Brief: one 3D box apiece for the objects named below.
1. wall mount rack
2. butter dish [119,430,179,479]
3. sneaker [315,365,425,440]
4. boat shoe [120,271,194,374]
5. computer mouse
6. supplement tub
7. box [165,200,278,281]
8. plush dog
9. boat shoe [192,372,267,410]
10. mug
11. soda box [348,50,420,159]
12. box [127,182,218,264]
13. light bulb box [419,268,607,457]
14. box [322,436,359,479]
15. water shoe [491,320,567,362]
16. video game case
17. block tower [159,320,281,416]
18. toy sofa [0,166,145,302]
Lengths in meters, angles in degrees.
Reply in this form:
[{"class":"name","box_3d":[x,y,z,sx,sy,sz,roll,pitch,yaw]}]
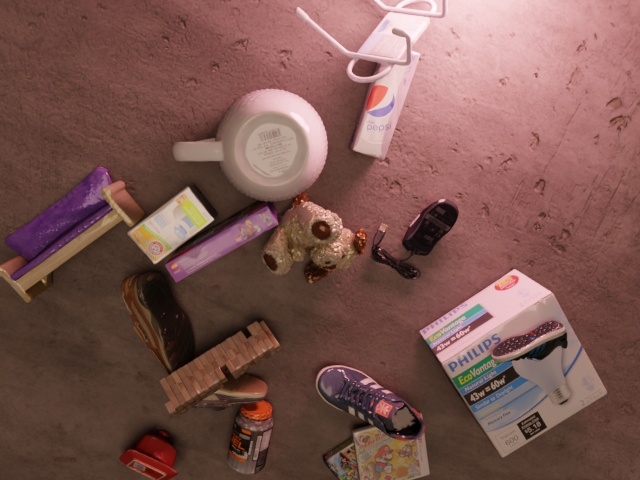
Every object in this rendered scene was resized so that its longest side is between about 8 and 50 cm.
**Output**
[{"class":"wall mount rack","box_3d":[0.127,-0.547,1.311,0.304,0.130,0.350,21,61,27]},{"class":"butter dish","box_3d":[-0.483,0.616,1.572,0.160,0.118,0.160,31,139,-12]},{"class":"sneaker","box_3d":[0.153,0.471,1.558,0.350,0.148,0.131,27,79,-8]},{"class":"boat shoe","box_3d":[-0.453,0.229,1.494,0.120,0.122,0.323,-3,113,28]},{"class":"computer mouse","box_3d":[0.256,-0.028,1.526,0.184,0.060,0.262,24,111,-14]},{"class":"supplement tub","box_3d":[-0.204,0.573,1.583,0.117,0.117,0.190,10,101,-8]},{"class":"box","box_3d":[-0.250,-0.011,1.405,0.293,0.201,0.057,-30,103,2]},{"class":"plush dog","box_3d":[0.000,0.000,1.466,0.262,0.210,0.225,-33,121,31]},{"class":"boat shoe","box_3d":[-0.296,0.444,1.557,0.286,0.103,0.092,3,107,-2]},{"class":"mug","box_3d":[-0.166,-0.224,1.300,0.375,0.328,0.276,-4,103,-5]},{"class":"soda box","box_3d":[0.164,-0.362,1.420,0.091,0.098,0.286,17,101,-9]},{"class":"box","box_3d":[-0.390,-0.046,1.433,0.203,0.103,0.114,-36,103,3]},{"class":"light bulb box","box_3d":[0.544,0.344,1.548,0.358,0.225,0.361,-34,104,2]},{"class":"box","box_3d":[0.111,0.728,1.688,0.114,0.036,0.207,-35,103,3]},{"class":"water shoe","box_3d":[0.543,0.282,1.381,0.203,0.073,0.080,-24,106,0]},{"class":"video game case","box_3d":[0.220,0.656,1.663,0.227,0.026,0.206,-11,99,-12]},{"class":"block tower","box_3d":[-0.277,0.347,1.484,0.336,0.091,0.097,-32,69,-13]},{"class":"toy sofa","box_3d":[-0.656,-0.023,1.390,0.363,0.150,0.177,-35,104,3]}]
